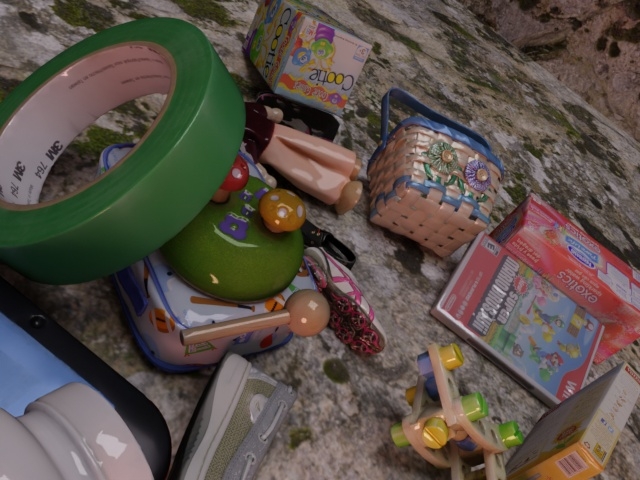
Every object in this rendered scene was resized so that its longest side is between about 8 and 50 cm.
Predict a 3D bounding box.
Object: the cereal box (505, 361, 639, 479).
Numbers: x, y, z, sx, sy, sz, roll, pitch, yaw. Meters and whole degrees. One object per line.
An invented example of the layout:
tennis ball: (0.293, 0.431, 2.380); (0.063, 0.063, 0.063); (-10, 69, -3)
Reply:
cereal box: (0.340, 0.270, 0.823); (0.240, 0.173, 0.047); (-21, 66, -48)

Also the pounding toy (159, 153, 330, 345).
pounding toy: (-0.077, -0.014, 0.661); (0.183, 0.110, 0.237); (3, 51, -31)

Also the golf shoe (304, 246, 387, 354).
golf shoe: (0.037, 0.079, 0.863); (0.186, 0.067, 0.086); (49, 42, 14)

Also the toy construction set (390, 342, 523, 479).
toy construction set: (0.152, 0.296, 0.664); (0.215, 0.151, 0.327); (52, 40, -23)

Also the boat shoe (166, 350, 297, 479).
boat shoe: (-0.093, 0.242, 0.556); (0.103, 0.118, 0.320); (25, 32, -9)

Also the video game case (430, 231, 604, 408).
video game case: (0.347, 0.137, 1.038); (0.285, 0.025, 0.204); (38, 56, 1)

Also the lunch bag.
lunch bag: (-0.157, 0.006, 0.754); (0.243, 0.115, 0.303); (-9, 58, -41)

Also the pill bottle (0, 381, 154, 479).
pill bottle: (-0.260, 0.211, 0.331); (0.181, 0.181, 0.323); (48, 44, 14)

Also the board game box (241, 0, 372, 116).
board game box: (-0.036, -0.372, 1.158); (0.144, 0.142, 0.275); (13, 27, -28)

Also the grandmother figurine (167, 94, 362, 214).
grandmother figurine: (-0.092, -0.169, 1.001); (0.342, 0.104, 0.208); (25, 30, -21)

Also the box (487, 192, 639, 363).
box: (0.471, 0.072, 1.159); (0.300, 0.142, 0.154); (37, 37, 0)

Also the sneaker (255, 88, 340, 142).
sneaker: (-0.043, -0.248, 1.146); (0.178, 0.072, 0.077); (22, 30, -28)

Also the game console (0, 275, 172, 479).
game console: (-0.348, 0.166, 0.475); (0.386, 0.060, 0.342); (39, 37, 2)

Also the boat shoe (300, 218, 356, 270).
boat shoe: (0.001, -0.001, 0.944); (0.133, 0.042, 0.049); (43, 40, 10)

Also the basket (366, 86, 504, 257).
basket: (0.217, -0.135, 1.122); (0.255, 0.201, 0.289); (22, 50, -18)

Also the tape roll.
tape roll: (-0.240, -0.108, 0.654); (0.077, 0.321, 0.321); (57, 15, -48)
